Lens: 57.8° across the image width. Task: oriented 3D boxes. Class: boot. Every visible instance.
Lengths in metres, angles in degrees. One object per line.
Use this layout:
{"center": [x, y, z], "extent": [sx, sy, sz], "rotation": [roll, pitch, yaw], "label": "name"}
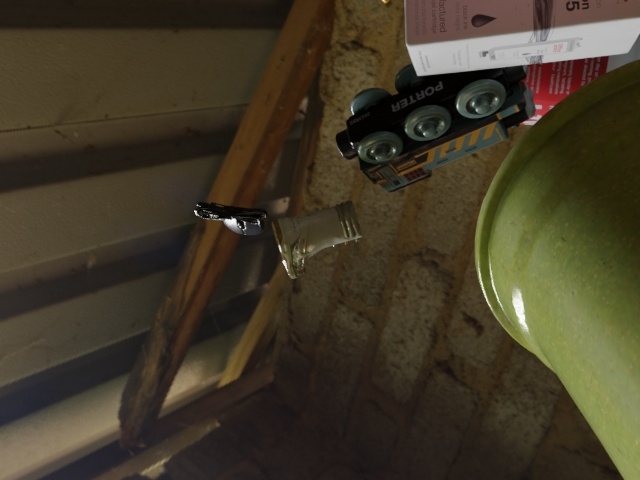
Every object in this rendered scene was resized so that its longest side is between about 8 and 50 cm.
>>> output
{"center": [0.000, 0.000, 1.131], "extent": [0.164, 0.077, 0.213], "rotation": [-18, -25, -3], "label": "boot"}

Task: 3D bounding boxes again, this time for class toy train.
{"center": [0.195, -0.204, 0.987], "extent": [0.333, 0.142, 0.190], "rotation": [-23, -33, 24], "label": "toy train"}

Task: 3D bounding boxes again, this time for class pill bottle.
{"center": [0.513, -0.353, 1.212], "extent": [0.229, 0.407, 0.229], "rotation": [9, -90, -66], "label": "pill bottle"}

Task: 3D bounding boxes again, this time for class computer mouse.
{"center": [-0.215, -0.053, 1.570], "extent": [0.272, 0.188, 0.072], "rotation": [8, -92, -83], "label": "computer mouse"}

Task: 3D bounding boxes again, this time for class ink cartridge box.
{"center": [0.254, -0.344, 0.746], "extent": [0.117, 0.282, 0.208], "rotation": [12, -104, -74], "label": "ink cartridge box"}

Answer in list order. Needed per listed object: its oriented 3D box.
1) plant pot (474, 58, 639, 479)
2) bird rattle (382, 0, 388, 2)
{"center": [0.247, 0.059, 0.324], "extent": [0.254, 0.275, 0.276], "rotation": [-82, 1, -59], "label": "plant pot"}
{"center": [0.167, -0.655, 1.303], "extent": [0.207, 0.143, 0.253], "rotation": [-41, -45, 21], "label": "bird rattle"}
